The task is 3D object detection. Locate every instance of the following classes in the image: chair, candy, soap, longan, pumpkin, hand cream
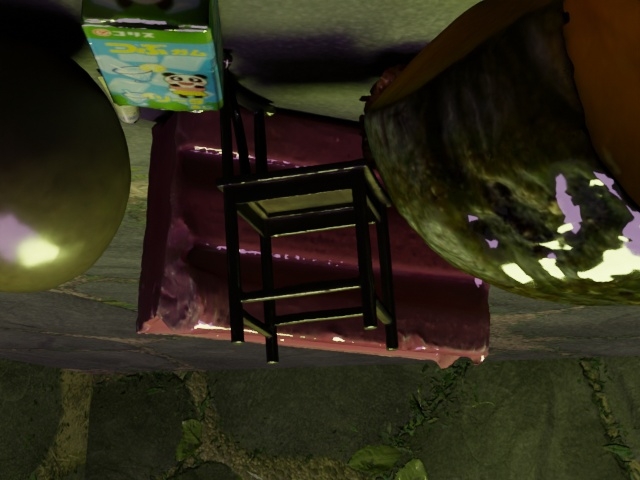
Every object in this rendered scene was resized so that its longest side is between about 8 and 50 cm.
[{"bbox_3d":[-0.014,-0.031,1.187,0.141,0.260,0.154,-7,166,10],"label":"chair"},{"bbox_3d":[-0.127,-0.160,1.048,0.097,0.062,0.194,3,168,-1],"label":"candy"},{"bbox_3d":[0.000,0.000,1.366,0.359,0.233,0.128,8,168,-23],"label":"soap"},{"bbox_3d":[-0.281,-0.065,1.138,0.248,0.248,0.248,2,168,0],"label":"longan"},{"bbox_3d":[0.208,-0.075,0.944,0.303,0.256,0.225,26,161,-26],"label":"pumpkin"},{"bbox_3d":[-0.188,-0.138,1.264,0.035,0.022,0.102,2,162,1],"label":"hand cream"}]

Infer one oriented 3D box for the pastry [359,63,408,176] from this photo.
[{"bbox_3d":[0.140,-0.103,1.176,0.208,0.097,0.115,0,156,-2],"label":"pastry"}]
